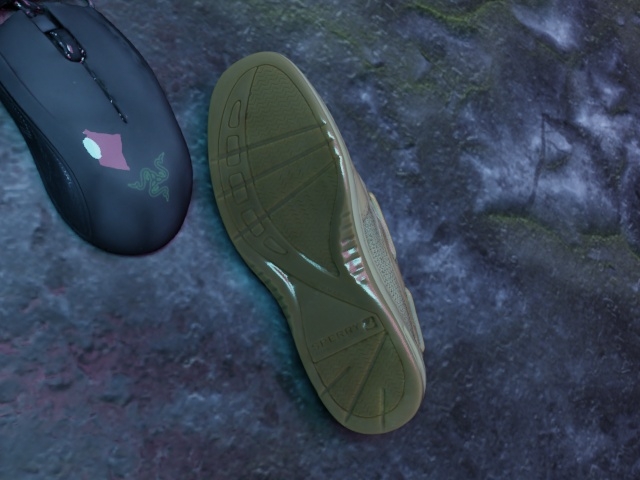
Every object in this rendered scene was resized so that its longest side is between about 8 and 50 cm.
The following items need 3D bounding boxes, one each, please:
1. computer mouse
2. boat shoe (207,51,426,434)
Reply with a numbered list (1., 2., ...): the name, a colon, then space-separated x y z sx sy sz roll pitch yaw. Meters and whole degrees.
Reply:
1. computer mouse: -0.193 -0.113 0.636 0.188 0.072 0.272 -38 99 -35
2. boat shoe: 0.000 0.000 0.720 0.341 0.121 0.110 70 18 -1
